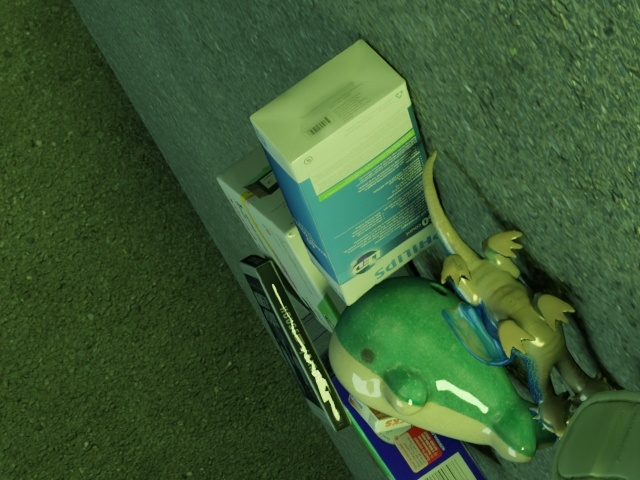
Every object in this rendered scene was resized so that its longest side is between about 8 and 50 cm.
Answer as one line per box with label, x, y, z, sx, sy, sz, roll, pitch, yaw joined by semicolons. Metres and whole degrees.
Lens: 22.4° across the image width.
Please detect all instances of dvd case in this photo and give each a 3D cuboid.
dvd case;-0.036;0.132;2.144;0.239;0.029;0.179;63;172;-6

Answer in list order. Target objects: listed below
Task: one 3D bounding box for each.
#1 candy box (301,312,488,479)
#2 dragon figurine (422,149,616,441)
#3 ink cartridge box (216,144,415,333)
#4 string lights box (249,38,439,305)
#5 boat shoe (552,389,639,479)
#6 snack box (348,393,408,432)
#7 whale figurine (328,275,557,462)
candy box;0.091;0.234;2.344;0.268;0.122;0.317;57;177;-14
dragon figurine;0.165;0.061;1.479;0.289;0.085;0.144;50;170;23
ink cartridge box;0.000;0.000;2.022;0.201;0.117;0.278;59;171;-26
string lights box;0.034;-0.059;1.569;0.077;0.133;0.260;49;169;33
boat shoe;0.288;0.184;1.224;0.113;0.127;0.340;27;167;-10
snack box;0.125;0.181;1.883;0.064;0.178;0.022;46;136;45
whale figurine;0.144;0.137;1.784;0.272;0.141;0.216;31;-161;22
